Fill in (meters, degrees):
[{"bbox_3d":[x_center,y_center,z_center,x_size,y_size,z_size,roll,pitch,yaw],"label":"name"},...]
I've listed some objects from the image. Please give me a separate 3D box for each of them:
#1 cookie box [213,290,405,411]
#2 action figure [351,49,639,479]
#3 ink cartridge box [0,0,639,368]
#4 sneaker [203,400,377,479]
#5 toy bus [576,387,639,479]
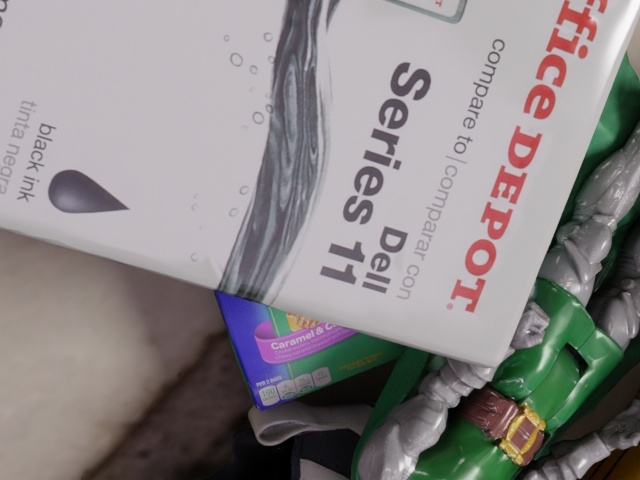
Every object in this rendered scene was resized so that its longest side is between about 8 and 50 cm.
[{"bbox_3d":[0.000,0.000,0.461,0.092,0.040,0.107,-21,122,-6],"label":"cookie box"},{"bbox_3d":[0.082,0.047,0.457,0.137,0.063,0.232,42,80,-29],"label":"action figure"},{"bbox_3d":[-0.022,-0.065,0.359,0.208,0.087,0.153,16,100,-17],"label":"ink cartridge box"},{"bbox_3d":[-0.020,0.165,0.521,0.153,0.094,0.235,15,114,-23],"label":"sneaker"},{"bbox_3d":[0.225,0.030,0.474,0.108,0.130,0.333,34,101,5],"label":"toy bus"}]
